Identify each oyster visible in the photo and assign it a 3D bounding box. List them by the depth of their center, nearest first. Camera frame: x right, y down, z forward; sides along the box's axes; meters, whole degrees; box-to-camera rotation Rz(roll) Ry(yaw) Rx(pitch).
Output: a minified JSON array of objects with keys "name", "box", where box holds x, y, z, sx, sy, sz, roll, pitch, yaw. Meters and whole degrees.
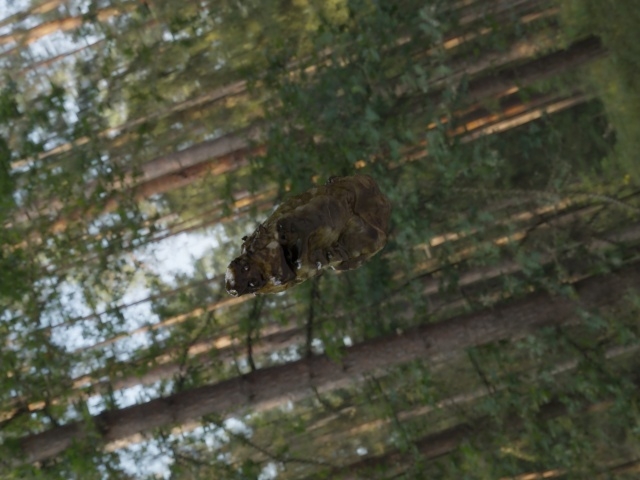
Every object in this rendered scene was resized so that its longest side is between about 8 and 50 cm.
[{"name":"oyster","box":[-0.001,-0.003,1.103,0.345,0.079,0.128,-29,-76,-50]}]
